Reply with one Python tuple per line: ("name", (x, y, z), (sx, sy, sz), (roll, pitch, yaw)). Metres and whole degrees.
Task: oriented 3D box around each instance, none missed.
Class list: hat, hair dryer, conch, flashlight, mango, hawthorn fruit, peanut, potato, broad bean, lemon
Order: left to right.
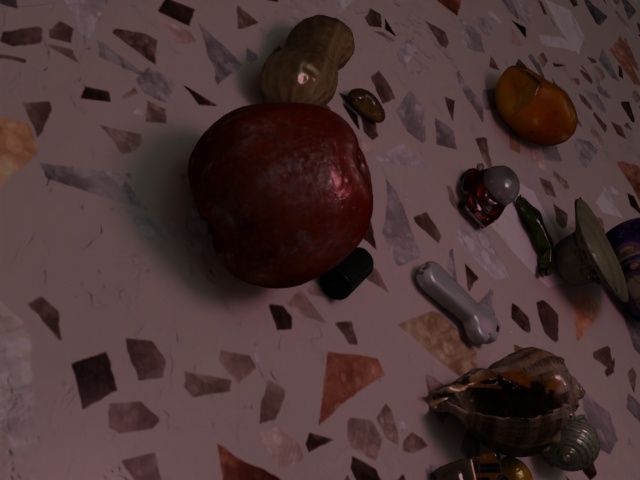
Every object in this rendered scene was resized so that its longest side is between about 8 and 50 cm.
("hawthorn fruit", (-0.059, -0.069, 1.363), (0.284, 0.284, 0.284), (25, 49, -33))
("peanut", (-0.014, -0.321, 1.671), (0.136, 0.120, 0.298), (65, 33, -29))
("hair dryer", (0.000, 0.000, 1.531), (0.198, 0.057, 0.100), (49, 38, -2))
("potato", (0.091, -0.266, 1.797), (0.092, 0.045, 0.046), (35, 80, -21))
("flashlight", (0.252, 0.116, 1.711), (0.200, 0.047, 0.093), (41, 41, -14))
("conch", (0.332, 0.294, 1.587), (0.291, 0.159, 0.210), (-12, 31, -13))
("lemon", (0.333, 0.413, 1.584), (0.065, 0.065, 0.092), (-24, 97, -50))
("broad bean", (0.478, -0.009, 2.024), (0.061, 0.046, 0.195), (13, 58, -43))
("mango", (0.530, -0.308, 2.206), (0.257, 0.138, 0.187), (25, 31, -38))
("conch", (0.444, 0.359, 1.704), (0.135, 0.102, 0.153), (42, 8, -2))
("hat", (0.572, 0.039, 2.035), (0.252, 0.110, 0.252), (43, 32, -35))

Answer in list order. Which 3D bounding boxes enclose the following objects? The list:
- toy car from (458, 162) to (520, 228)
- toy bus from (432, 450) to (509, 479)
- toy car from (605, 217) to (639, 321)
("toy car", (0.357, -0.101, 1.907), (0.112, 0.112, 0.139), (43, 41, -17))
("toy bus", (0.248, 0.431, 1.466), (0.103, 0.091, 0.182), (11, 60, -42))
("toy car", (0.756, 0.072, 2.151), (0.235, 0.172, 0.158), (54, 40, -6))
